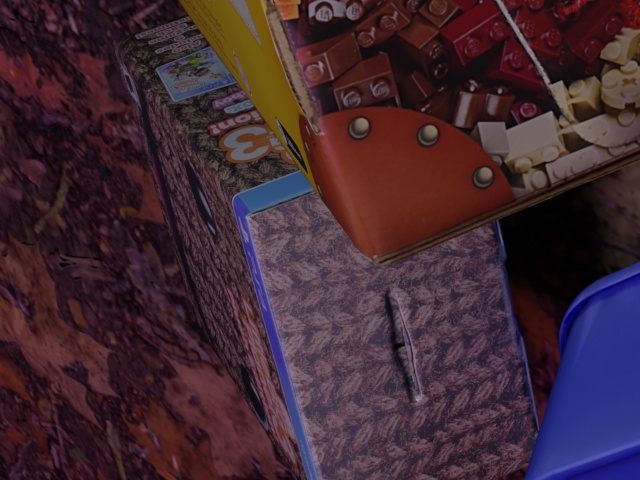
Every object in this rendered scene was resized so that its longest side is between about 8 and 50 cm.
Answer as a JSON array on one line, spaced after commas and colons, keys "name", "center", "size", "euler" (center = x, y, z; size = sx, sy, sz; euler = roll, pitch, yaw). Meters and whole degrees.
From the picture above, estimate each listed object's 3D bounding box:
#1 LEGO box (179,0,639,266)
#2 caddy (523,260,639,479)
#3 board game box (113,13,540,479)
[{"name": "LEGO box", "center": [-0.010, -0.260, 0.862], "size": [0.500, 0.193, 0.372], "euler": [-124, 12, -67]}, {"name": "caddy", "center": [0.266, 0.100, 1.084], "size": [0.241, 0.179, 0.341], "euler": [36, 148, -15]}, {"name": "board game box", "center": [0.000, 0.000, 1.227], "size": [0.291, 0.141, 0.232], "euler": [-130, 22, -58]}]
